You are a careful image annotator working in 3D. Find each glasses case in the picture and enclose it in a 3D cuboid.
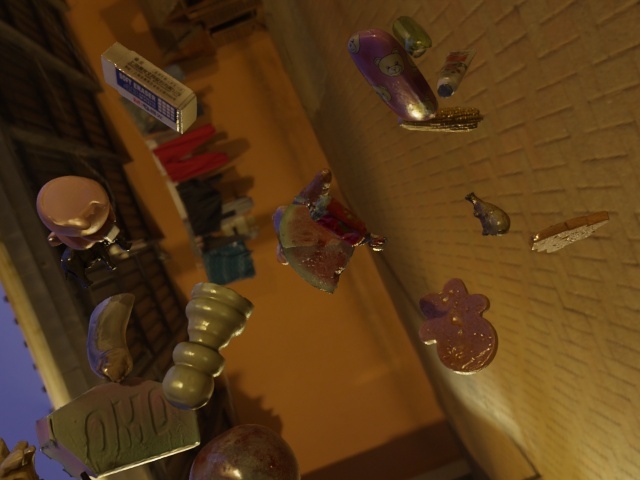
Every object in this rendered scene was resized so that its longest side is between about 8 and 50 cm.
[{"bbox_3d":[0.182,-0.399,1.540,0.316,0.123,0.076,40,-117,-43],"label":"glasses case"}]

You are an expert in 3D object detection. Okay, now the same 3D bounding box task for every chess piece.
[{"bbox_3d":[-0.317,0.296,1.700,0.182,0.182,0.330,69,-146,-55],"label":"chess piece"}]

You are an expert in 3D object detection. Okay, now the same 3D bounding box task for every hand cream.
[{"bbox_3d":[0.340,-0.431,1.583,0.234,0.080,0.050,-62,-33,-43],"label":"hand cream"}]

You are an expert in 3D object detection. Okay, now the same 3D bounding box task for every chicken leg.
[{"bbox_3d":[0.478,-0.074,1.822,0.070,0.093,0.178,11,-145,-48],"label":"chicken leg"}]

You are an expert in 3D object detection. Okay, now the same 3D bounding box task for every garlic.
[{"bbox_3d":[-0.133,-0.043,2.579,0.217,0.110,0.228,103,158,-51],"label":"garlic"}]

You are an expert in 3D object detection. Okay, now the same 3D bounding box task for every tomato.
[{"bbox_3d":[-0.209,0.679,1.761,0.282,0.316,0.317,15,-129,-68],"label":"tomato"}]

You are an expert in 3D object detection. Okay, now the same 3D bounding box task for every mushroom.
[{"bbox_3d":[-0.671,0.333,2.010,0.126,0.177,0.397,33,-164,-31],"label":"mushroom"}]

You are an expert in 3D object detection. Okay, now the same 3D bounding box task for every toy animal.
[{"bbox_3d":[-0.659,-0.075,1.733,0.213,0.195,0.256,26,159,7],"label":"toy animal"},{"bbox_3d":[-0.722,0.045,2.030,0.146,0.114,0.245,57,-140,-7],"label":"toy animal"}]

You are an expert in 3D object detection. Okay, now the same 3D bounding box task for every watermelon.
[{"bbox_3d":[0.000,0.000,1.896,0.261,0.201,0.213,39,-147,-41],"label":"watermelon"}]

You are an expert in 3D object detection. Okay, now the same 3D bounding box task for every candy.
[{"bbox_3d":[0.055,-0.051,1.689,0.292,0.086,0.059,33,-133,-19],"label":"candy"}]

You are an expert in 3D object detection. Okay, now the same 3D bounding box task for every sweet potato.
[{"bbox_3d":[-0.045,-0.129,2.218,0.106,0.095,0.354,-95,27,-50],"label":"sweet potato"}]

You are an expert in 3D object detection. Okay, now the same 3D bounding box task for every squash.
[{"bbox_3d":[0.230,-0.515,1.582,0.239,0.069,0.069,-101,-9,-58],"label":"squash"}]

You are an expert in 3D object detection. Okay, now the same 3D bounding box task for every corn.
[{"bbox_3d":[0.440,-0.444,2.298,0.097,0.320,0.097,179,90,-82],"label":"corn"}]

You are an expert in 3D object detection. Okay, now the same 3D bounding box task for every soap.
[{"bbox_3d":[-0.613,0.561,1.914,0.156,0.446,0.261,-21,78,50],"label":"soap"}]

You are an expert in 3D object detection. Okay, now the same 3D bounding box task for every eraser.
[{"bbox_3d":[-0.481,-0.427,1.764,0.279,0.081,0.124,34,154,5],"label":"eraser"}]

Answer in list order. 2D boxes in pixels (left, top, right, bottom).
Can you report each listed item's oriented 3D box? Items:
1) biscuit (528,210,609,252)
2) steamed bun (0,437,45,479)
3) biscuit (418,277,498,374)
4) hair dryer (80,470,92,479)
[{"bbox_3d":[0.629,-0.020,1.641,0.212,0.238,0.041,-40,61,51],"label":"biscuit"},{"bbox_3d":[-0.723,0.588,1.418,0.189,0.428,0.247,54,-150,-24],"label":"steamed bun"},{"bbox_3d":[0.477,0.298,2.164,0.052,0.275,0.355,43,-164,-47],"label":"biscuit"},{"bbox_3d":[-0.570,0.623,1.605,0.079,0.031,0.083,47,-173,25],"label":"hair dryer"}]
